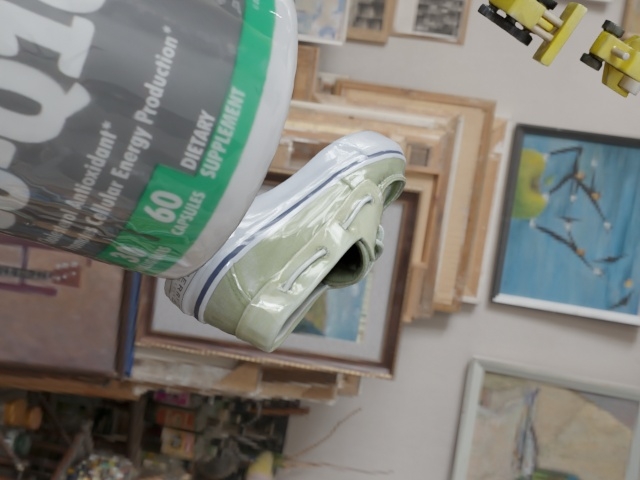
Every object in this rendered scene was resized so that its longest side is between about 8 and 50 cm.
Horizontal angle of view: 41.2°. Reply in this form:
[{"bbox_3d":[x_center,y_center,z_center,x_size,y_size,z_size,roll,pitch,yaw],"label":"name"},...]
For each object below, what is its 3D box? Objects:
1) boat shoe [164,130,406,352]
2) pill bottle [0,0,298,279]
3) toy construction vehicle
[{"bbox_3d":[0.000,0.000,0.683,0.302,0.094,0.109,-37,162,-50],"label":"boat shoe"},{"bbox_3d":[-0.211,-0.120,0.460,0.204,0.360,0.204,-41,-140,46],"label":"pill bottle"},{"bbox_3d":[0.136,-0.111,0.391,0.086,0.098,0.035,-54,-154,16],"label":"toy construction vehicle"}]
